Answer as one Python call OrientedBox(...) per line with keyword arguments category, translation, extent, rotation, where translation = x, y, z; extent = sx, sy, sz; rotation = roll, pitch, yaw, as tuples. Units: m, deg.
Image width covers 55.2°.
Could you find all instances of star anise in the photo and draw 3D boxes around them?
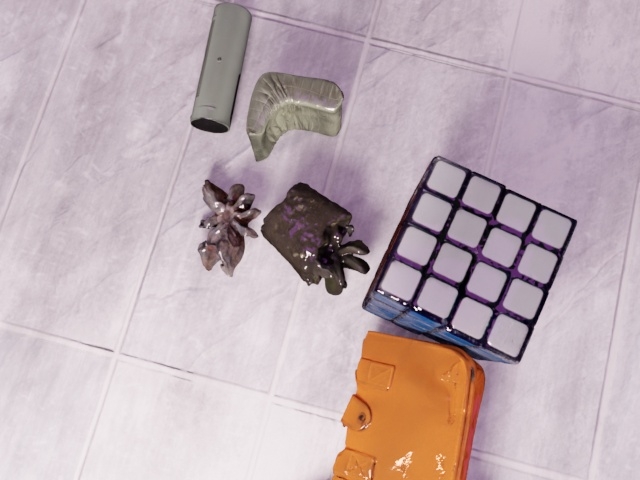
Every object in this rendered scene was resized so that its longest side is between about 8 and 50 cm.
OrientedBox(category="star anise", translation=(-0.239, -0.035, 1.516), extent=(0.199, 0.111, 0.257), rotation=(-3, 75, 40))

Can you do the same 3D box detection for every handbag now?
OrientedBox(category="handbag", translation=(0.192, 0.430, 1.386), extent=(0.304, 0.116, 0.409), rotation=(7, 74, 30))

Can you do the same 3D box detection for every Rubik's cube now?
OrientedBox(category="Rubik's cube", translation=(0.319, 0.061, 1.409), extent=(0.337, 0.344, 0.343), rotation=(25, 81, 3))

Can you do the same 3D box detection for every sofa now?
OrientedBox(category="sofa", translation=(-0.060, -0.298, 1.543), extent=(0.226, 0.210, 0.175), rotation=(9, 77, 1))

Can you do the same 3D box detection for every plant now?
OrientedBox(category="plant", translation=(0.000, 0.000, 1.491), extent=(0.188, 0.199, 0.276), rotation=(-44, 83, -12))

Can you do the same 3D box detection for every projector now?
OrientedBox(category="projector", translation=(-0.263, -0.457, 1.623), extent=(0.108, 0.108, 0.337), rotation=(9, 79, 1))
